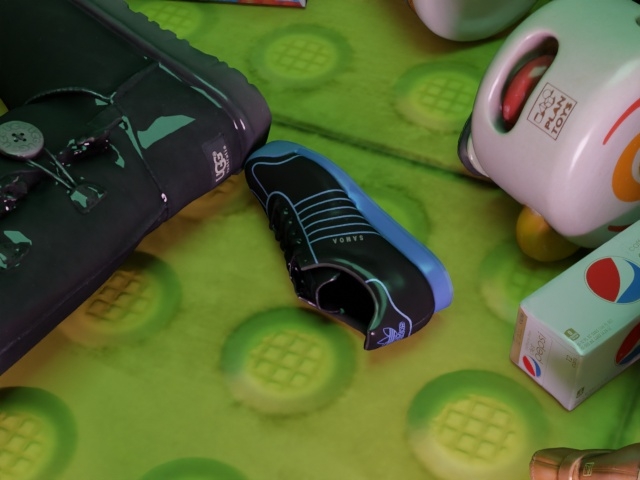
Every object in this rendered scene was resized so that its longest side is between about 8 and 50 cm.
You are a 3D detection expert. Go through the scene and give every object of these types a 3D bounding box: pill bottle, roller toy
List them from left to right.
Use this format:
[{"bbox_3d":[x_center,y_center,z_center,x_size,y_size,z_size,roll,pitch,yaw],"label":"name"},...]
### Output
[{"bbox_3d":[0.116,-0.348,1.235,0.162,0.162,0.278,-19,50,-15],"label":"pill bottle"},{"bbox_3d":[0.235,-0.096,0.967,0.209,0.191,0.146,-30,45,-13],"label":"roller toy"}]

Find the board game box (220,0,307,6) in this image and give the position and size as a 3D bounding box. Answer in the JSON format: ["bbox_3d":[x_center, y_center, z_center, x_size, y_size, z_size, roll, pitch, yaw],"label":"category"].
[{"bbox_3d":[-0.144,-0.358,1.265,0.275,0.144,0.142,5,48,7],"label":"board game box"}]

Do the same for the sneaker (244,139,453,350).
[{"bbox_3d":[0.000,0.000,0.969,0.090,0.081,0.232,-31,53,-31],"label":"sneaker"}]

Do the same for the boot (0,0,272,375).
[{"bbox_3d":[-0.316,-0.052,0.974,0.367,0.146,0.445,26,52,27],"label":"boot"}]

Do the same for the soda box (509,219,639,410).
[{"bbox_3d":[0.252,0.039,0.928,0.216,0.074,0.069,-31,54,-25],"label":"soda box"}]

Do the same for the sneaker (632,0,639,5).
[{"bbox_3d":[0.363,-0.296,1.187,0.316,0.127,0.182,19,55,-3],"label":"sneaker"}]

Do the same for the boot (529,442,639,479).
[{"bbox_3d":[0.251,0.181,0.787,0.152,0.197,0.073,-6,56,51],"label":"boot"}]

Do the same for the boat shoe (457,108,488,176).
[{"bbox_3d":[0.193,-0.142,1.114,0.079,0.084,0.233,-8,39,51],"label":"boat shoe"}]
